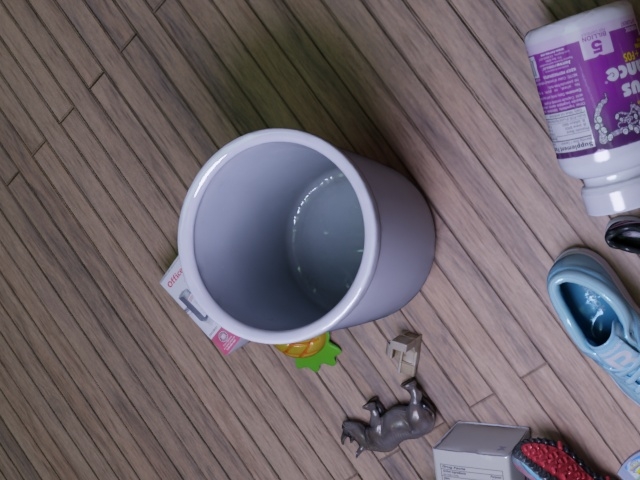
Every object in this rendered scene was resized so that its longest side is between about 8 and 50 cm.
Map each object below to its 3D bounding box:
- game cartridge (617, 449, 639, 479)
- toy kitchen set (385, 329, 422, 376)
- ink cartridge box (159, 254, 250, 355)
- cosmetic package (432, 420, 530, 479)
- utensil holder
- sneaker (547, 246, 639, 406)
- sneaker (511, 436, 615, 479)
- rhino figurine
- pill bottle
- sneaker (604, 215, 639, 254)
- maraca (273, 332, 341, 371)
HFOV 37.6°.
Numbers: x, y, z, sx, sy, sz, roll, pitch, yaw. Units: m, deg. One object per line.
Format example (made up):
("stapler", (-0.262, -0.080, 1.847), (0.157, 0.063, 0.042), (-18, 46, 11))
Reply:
("game cartridge", (0.558, 0.396, 1.633), (0.056, 0.017, 0.083), (46, 121, 15))
("toy kitchen set", (0.143, 0.217, 1.781), (0.068, 0.075, 0.083), (14, 107, 27))
("ink cartridge box", (-0.205, 0.101, 1.940), (0.218, 0.092, 0.158), (47, 121, 12))
("cosmetic package", (0.313, 0.499, 1.738), (0.153, 0.129, 0.296), (1, 106, 31))
("utensil holder", (0.000, 0.000, 1.574), (0.327, 0.385, 0.328), (-1, 87, 22))
("sneaker", (0.490, 0.182, 1.527), (0.366, 0.150, 0.135), (48, 123, 9))
("sneaker", (0.426, 0.448, 1.638), (0.262, 0.104, 0.125), (34, 127, -7))
("rhino figurine", (0.124, 0.359, 1.838), (0.243, 0.073, 0.106), (-34, 84, 34))
("pill bottle", (0.430, -0.198, 1.436), (0.169, 0.169, 0.302), (-14, 98, 32))
("sneaker", (0.537, -0.001, 1.489), (0.178, 0.077, 0.072), (-5, 103, 30))
("maraca", (-0.037, 0.190, 1.869), (0.127, 0.099, 0.186), (-22, 118, 27))
